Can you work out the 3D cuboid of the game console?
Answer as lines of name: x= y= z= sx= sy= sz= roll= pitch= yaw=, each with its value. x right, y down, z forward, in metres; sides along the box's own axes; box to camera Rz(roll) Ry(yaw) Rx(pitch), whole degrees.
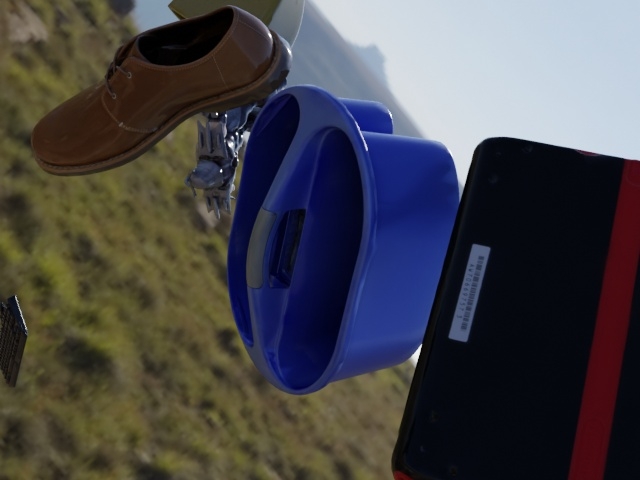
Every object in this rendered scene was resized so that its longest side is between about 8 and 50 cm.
game console: x=0.271 y=0.088 z=1.001 sx=0.342 sy=0.387 sz=0.060 roll=11 pitch=-31 yaw=13

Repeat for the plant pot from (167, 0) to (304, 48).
plant pot: x=-0.059 y=-0.191 z=0.903 sx=0.081 sy=0.083 sz=0.081 roll=35 pitch=0 yaw=17

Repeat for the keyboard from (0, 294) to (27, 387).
keyboard: x=-0.528 y=0.163 z=1.863 sx=0.023 sy=0.180 sz=0.108 roll=-9 pitch=57 yaw=-30

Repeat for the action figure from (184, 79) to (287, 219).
action figure: x=-0.143 y=-0.153 z=1.658 sx=0.099 sy=0.185 sz=0.285 roll=17 pitch=40 yaw=8

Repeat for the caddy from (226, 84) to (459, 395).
caddy: x=0.000 y=0.000 z=1.191 sx=0.179 sy=0.341 sz=0.241 roll=-6 pitch=30 yaw=-35

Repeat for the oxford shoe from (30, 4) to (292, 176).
oxford shoe: x=-0.130 y=-0.113 z=0.786 sx=0.076 sy=0.212 sz=0.076 roll=39 pitch=33 yaw=-54
